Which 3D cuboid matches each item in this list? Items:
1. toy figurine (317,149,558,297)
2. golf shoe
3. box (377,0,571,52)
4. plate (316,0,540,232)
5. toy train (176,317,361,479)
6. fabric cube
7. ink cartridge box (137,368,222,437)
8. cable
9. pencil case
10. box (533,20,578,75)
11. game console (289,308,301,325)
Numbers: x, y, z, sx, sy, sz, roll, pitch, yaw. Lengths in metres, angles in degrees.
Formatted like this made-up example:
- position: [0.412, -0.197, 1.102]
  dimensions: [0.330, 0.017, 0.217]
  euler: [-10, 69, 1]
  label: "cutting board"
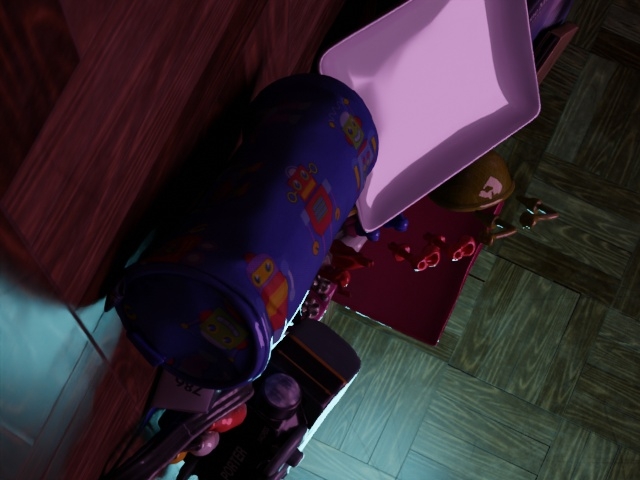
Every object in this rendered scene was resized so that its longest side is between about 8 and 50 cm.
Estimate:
- position: [0.112, -0.104, 1.690]
  dimensions: [0.362, 0.191, 0.217]
  euler: [-18, 120, -25]
  label: "toy figurine"
- position: [0.000, 0.000, 1.862]
  dimensions: [0.306, 0.115, 0.140]
  euler: [-55, 180, -23]
  label: "golf shoe"
- position: [0.214, -0.316, 1.812]
  dimensions: [0.296, 0.183, 0.294]
  euler: [-52, 169, -23]
  label: "box"
- position: [0.121, -0.179, 1.554]
  dimensions: [0.278, 0.045, 0.277]
  euler: [-35, 139, -16]
  label: "plate"
- position: [-0.067, 0.240, 1.777]
  dimensions: [0.190, 0.142, 0.334]
  euler: [-43, 168, -37]
  label: "toy train"
- position: [0.115, -0.012, 2.080]
  dimensions: [0.259, 0.254, 0.258]
  euler: [-65, 173, 2]
  label: "fabric cube"
- position: [-0.084, 0.044, 1.366]
  dimensions: [0.165, 0.065, 0.333]
  euler: [-58, 173, -57]
  label: "ink cartridge box"
- position: [-0.132, 0.209, 1.429]
  dimensions: [0.139, 0.072, 0.287]
  euler: [-30, -174, 9]
  label: "cable"
- position: [-0.053, -0.011, 1.079]
  dimensions: [0.133, 0.119, 0.306]
  euler: [-21, -156, 33]
  label: "pencil case"
- position: [0.281, -0.217, 1.864]
  dimensions: [0.164, 0.021, 0.201]
  euler: [-56, 173, 20]
  label: "box"
- position: [-0.083, 0.119, 1.628]
  dimensions: [0.144, 0.124, 0.085]
  euler: [94, -5, -78]
  label: "game console"
